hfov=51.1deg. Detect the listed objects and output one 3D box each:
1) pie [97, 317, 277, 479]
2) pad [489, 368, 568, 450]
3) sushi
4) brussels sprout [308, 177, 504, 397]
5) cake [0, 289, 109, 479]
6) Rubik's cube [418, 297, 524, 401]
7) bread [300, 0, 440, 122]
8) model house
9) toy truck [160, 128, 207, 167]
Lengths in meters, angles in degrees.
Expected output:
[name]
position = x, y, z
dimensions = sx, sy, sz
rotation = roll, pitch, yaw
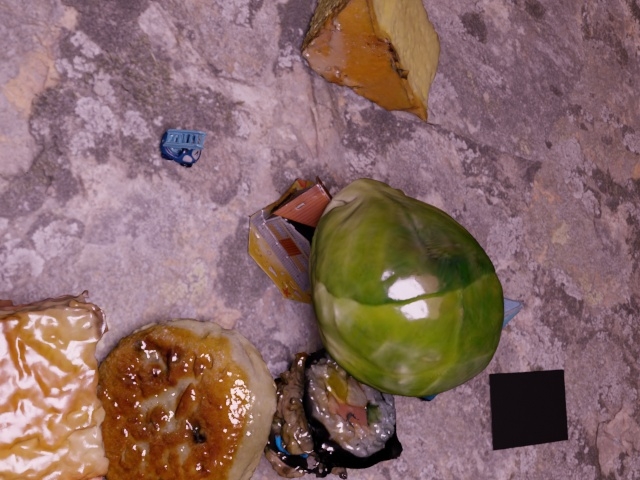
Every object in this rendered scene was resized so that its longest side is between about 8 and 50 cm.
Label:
[pie]
position = -0.221, 0.268, 1.027
dimensions = 0.314, 0.092, 0.316
rotation = -1, 80, 5
[pad]
position = 0.480, 0.386, 1.535
dimensions = 0.245, 0.006, 0.170
rotation = 3, 80, -31
[sushi]
position = -0.001, 0.298, 1.141
dimensions = 0.238, 0.218, 0.225
rotation = 10, 52, -58
[brussels sprout]
position = 0.122, 0.067, 1.063
dimensions = 0.289, 0.282, 0.355
rotation = -12, 53, -22
[cake]
position = -0.444, 0.223, 0.843
dimensions = 0.314, 0.306, 0.294
rotation = -3, 87, -31
[Rubik's cube]
position = 0.202, 0.186, 1.272
dimensions = 0.228, 0.228, 0.234
rotation = 23, 80, -18
[bread]
position = 0.150, -0.426, 1.309
dimensions = 0.315, 0.279, 0.249
rotation = 19, 67, -15
[model house]
position = 0.000, 0.000, 1.230
dimensions = 0.207, 0.135, 0.219
rotation = -42, 105, -30
[toy truck]
position = -0.230, -0.165, 1.144
dimensions = 0.073, 0.090, 0.056
rotation = 17, 75, -28
